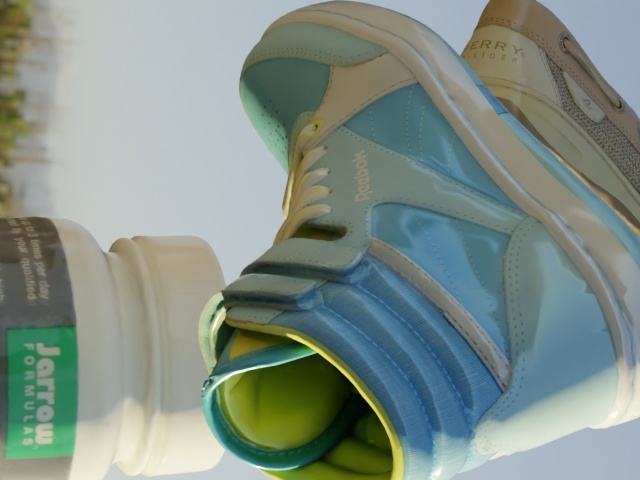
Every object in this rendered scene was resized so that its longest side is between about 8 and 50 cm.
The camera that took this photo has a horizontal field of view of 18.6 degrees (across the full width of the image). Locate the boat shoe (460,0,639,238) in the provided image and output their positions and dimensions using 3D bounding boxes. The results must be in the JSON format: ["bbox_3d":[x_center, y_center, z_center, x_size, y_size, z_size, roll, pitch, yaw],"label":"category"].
[{"bbox_3d":[0.197,-0.046,1.344,0.341,0.122,0.110,43,60,-49],"label":"boat shoe"}]

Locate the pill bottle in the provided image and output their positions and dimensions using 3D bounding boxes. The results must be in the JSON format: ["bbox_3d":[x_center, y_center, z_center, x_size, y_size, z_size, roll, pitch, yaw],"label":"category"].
[{"bbox_3d":[-0.254,0.085,1.350,0.204,0.361,0.204,178,-90,-71],"label":"pill bottle"}]

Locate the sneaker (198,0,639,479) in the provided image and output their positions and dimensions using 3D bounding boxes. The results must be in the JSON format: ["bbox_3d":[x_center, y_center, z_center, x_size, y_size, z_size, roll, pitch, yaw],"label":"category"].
[{"bbox_3d":[0.000,0.000,0.946,0.319,0.208,0.127,43,-34,42],"label":"sneaker"}]
